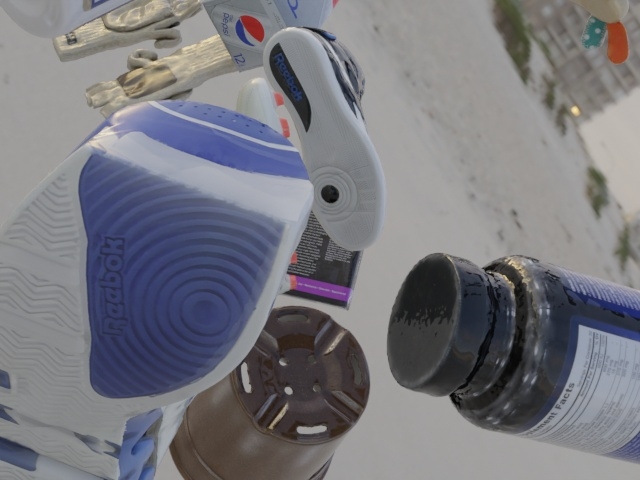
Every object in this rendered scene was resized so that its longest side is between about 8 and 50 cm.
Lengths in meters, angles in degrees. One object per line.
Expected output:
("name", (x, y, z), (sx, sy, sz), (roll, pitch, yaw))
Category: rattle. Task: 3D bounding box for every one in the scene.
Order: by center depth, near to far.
("rattle", (0.351, -0.336, 1.366), (0.200, 0.142, 0.130), (45, -26, -24))

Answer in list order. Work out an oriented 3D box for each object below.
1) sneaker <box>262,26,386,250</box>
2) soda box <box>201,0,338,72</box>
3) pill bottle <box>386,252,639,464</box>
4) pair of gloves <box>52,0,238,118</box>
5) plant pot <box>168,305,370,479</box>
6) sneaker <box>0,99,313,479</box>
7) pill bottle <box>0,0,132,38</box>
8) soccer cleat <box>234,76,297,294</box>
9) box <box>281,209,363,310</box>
("sneaker", (0.024, -0.106, 1.080), (0.216, 0.079, 0.121), (71, 23, -9))
("soda box", (-0.029, -0.319, 1.332), (0.098, 0.091, 0.286), (61, 36, -29))
("pill bottle", (0.163, 0.080, 0.778), (0.219, 0.122, 0.123), (16, 26, -22))
("pair of gloves", (-0.213, -0.234, 1.402), (0.240, 0.204, 0.042), (51, -18, 42))
("plant pot", (-0.042, 0.145, 1.007), (0.167, 0.167, 0.165), (58, -29, 14))
("sneaker", (-0.103, 0.032, 0.608), (0.127, 0.315, 0.182), (25, 39, -6))
("pill bottle", (-0.134, -0.208, 0.746), (0.094, 0.169, 0.094), (28, -43, 30))
("soccer cleat", (-0.057, -0.030, 0.839), (0.068, 0.076, 0.196), (-101, -171, -50))
("box", (0.000, 0.000, 1.458), (0.116, 0.162, 0.029), (13, -9, 14))
